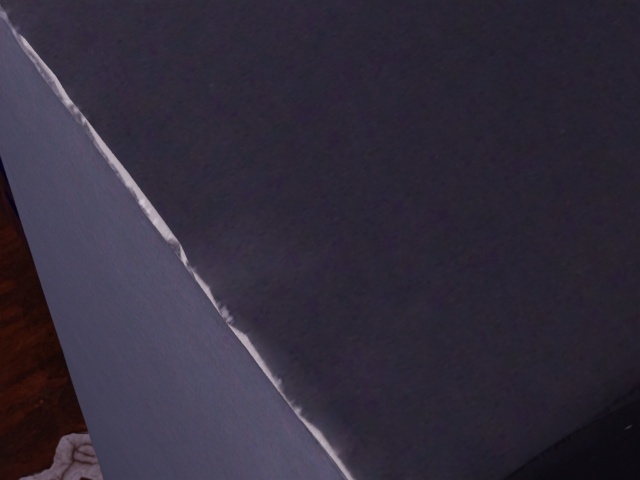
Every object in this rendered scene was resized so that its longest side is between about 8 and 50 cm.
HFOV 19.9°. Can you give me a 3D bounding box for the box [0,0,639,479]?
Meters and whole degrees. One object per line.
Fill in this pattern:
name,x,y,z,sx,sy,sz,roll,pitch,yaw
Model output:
box,0.095,0.000,0.529,0.179,0.312,0.343,53,164,25
